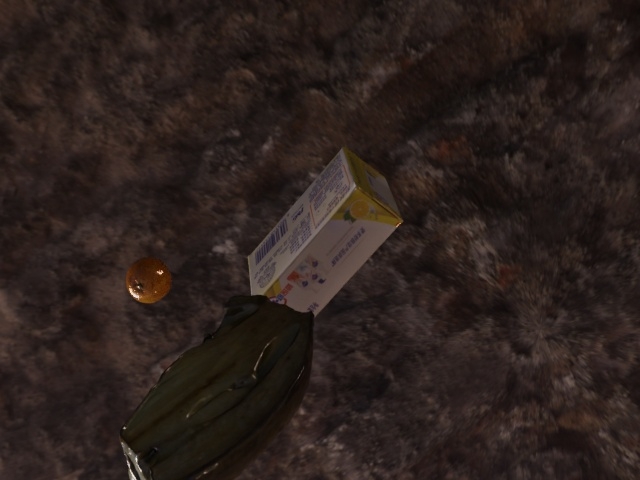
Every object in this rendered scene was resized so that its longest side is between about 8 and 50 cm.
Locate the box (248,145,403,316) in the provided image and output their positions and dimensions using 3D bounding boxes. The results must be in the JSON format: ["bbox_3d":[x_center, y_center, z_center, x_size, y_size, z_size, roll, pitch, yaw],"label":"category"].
[{"bbox_3d":[0.000,0.000,1.381,0.097,0.168,0.265,34,-72,-22],"label":"box"}]

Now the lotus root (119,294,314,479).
[{"bbox_3d":[-0.119,0.219,1.079,0.210,0.142,0.314,19,-132,38],"label":"lotus root"}]

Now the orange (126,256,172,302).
[{"bbox_3d":[-0.305,0.070,1.523,0.083,0.083,0.084,-2,-96,14],"label":"orange"}]
